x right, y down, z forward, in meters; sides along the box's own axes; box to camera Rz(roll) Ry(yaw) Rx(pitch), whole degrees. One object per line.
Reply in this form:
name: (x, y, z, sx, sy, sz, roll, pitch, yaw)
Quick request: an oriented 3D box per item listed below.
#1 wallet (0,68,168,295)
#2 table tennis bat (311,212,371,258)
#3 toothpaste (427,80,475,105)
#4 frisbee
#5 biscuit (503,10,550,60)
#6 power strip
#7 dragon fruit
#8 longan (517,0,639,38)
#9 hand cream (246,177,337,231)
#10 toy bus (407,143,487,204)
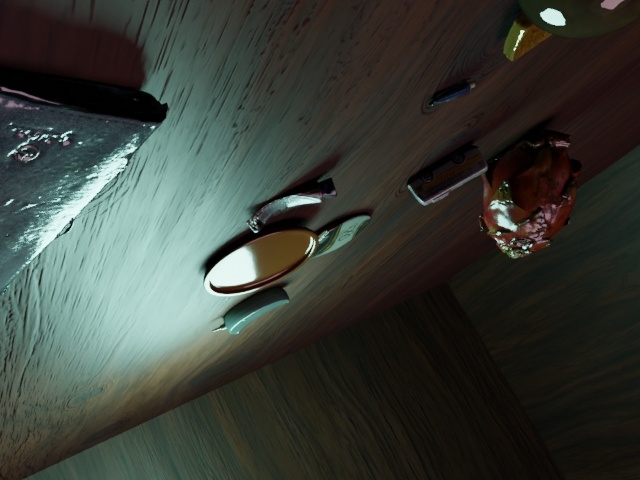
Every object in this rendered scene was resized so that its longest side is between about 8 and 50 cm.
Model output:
wallet: (-0.328, -0.023, 0.631, 0.379, 0.046, 0.190, -38, 165, 29)
table tennis bat: (0.000, 0.000, 1.420, 0.301, 0.022, 0.173, -18, 161, -43)
toothpaste: (0.213, -0.237, 1.013, 0.083, 0.019, 0.027, -26, -170, -10)
frisbee: (-0.118, 0.043, 1.263, 0.250, 0.021, 0.251, -21, 156, -10)
biscuit: (0.339, -0.341, 0.857, 0.212, 0.041, 0.238, -23, 166, -48)
power strip: (-0.188, 0.191, 1.662, 0.215, 0.044, 0.137, -31, 165, 4)
dragon fruit: (0.523, -0.123, 1.584, 0.250, 0.250, 0.315, -22, 122, -26)
longan: (0.288, -0.305, 0.660, 0.185, 0.159, 0.204, -46, -160, 13)
hand cream: (-0.050, -0.063, 1.080, 0.163, 0.039, 0.062, -23, 168, 0)
toy bus: (0.277, -0.141, 1.368, 0.172, 0.072, 0.057, -30, 170, 7)
